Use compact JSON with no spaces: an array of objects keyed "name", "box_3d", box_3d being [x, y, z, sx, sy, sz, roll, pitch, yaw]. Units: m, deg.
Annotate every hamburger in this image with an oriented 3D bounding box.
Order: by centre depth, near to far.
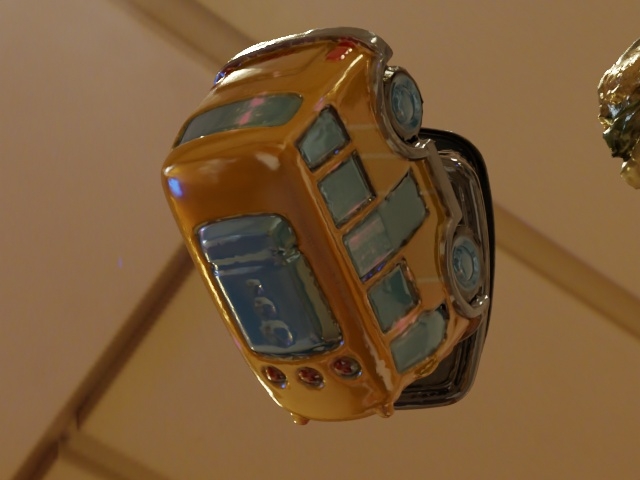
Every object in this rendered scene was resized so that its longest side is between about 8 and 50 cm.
[{"name":"hamburger","box_3d":[0.327,-0.124,1.200,0.135,0.155,0.207,48,-45,-9]}]

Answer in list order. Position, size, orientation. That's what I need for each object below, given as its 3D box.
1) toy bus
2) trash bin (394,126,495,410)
[{"name":"toy bus","box_3d":[0.000,0.000,0.878,0.126,0.136,0.210,-9,-64,34]},{"name":"trash bin","box_3d":[0.045,0.018,1.169,0.182,0.290,0.210,2,-86,2]}]
